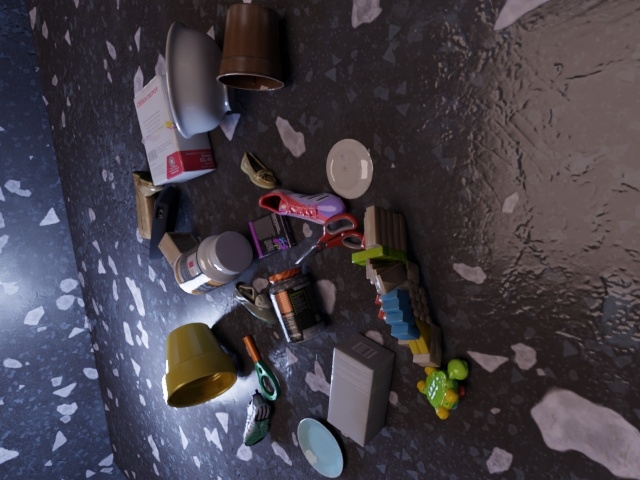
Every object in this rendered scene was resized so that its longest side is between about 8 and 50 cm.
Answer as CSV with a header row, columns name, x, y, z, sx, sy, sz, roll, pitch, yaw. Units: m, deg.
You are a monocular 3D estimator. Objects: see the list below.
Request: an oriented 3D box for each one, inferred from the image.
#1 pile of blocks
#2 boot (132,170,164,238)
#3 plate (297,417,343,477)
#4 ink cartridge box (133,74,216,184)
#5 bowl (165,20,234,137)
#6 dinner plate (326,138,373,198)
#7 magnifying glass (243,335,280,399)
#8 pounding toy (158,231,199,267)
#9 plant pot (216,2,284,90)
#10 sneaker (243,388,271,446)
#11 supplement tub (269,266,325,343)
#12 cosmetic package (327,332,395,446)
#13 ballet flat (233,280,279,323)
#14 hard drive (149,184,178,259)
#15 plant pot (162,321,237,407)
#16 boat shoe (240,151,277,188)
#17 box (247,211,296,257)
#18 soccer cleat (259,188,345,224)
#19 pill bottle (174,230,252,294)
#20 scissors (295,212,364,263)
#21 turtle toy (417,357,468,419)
name,x,y,z,sx,sy,sz,roll,pitch,yaw
pile of blocks,0.141,0.109,0.857,0.113,0.149,0.361,-19,89,45
boot,-0.686,-0.133,1.626,0.236,0.089,0.269,26,120,48
plate,0.003,0.631,1.229,0.188,0.024,0.187,14,112,40
ink cartridge box,-0.488,-0.357,1.334,0.226,0.131,0.305,-6,96,45
bowl,-0.313,-0.433,1.102,0.298,0.134,0.297,180,90,-86
dinner plate,0.062,-0.167,0.945,0.141,0.017,0.141,13,109,41
magnifying glass,-0.205,0.435,1.369,0.092,0.026,0.230,-37,76,43
pounding toy,-0.500,0.048,1.475,0.130,0.141,0.100,49,115,22
plant pot,-0.168,-0.472,0.986,0.167,0.167,0.164,10,101,42
sneaker,-0.231,0.636,1.434,0.098,0.083,0.223,54,131,47
supplement tub,-0.068,0.174,1.098,0.117,0.117,0.190,-22,86,45
cosmetic package,0.099,0.375,1.010,0.127,0.107,0.237,22,120,38
ballet flat,-0.204,0.189,1.266,0.213,0.072,0.068,24,114,37
hard drive,-0.587,-0.065,1.506,0.172,0.054,0.254,-92,19,-60
plant pot,-0.462,0.446,1.480,0.254,0.254,0.238,-58,48,37
boat shoe,-0.174,-0.198,1.136,0.153,0.056,0.048,45,134,35
box,-0.145,-0.019,1.177,0.162,0.029,0.115,-18,90,46
soccer cleat,-0.048,-0.085,1.018,0.248,0.095,0.082,16,113,40
pill bottle,-0.350,0.074,1.306,0.279,0.162,0.162,-24,85,45
scissors,0.000,0.000,1.027,0.297,0.021,0.109,-15,122,48
turtle toy,0.268,0.306,0.849,0.095,0.066,0.130,53,134,51
